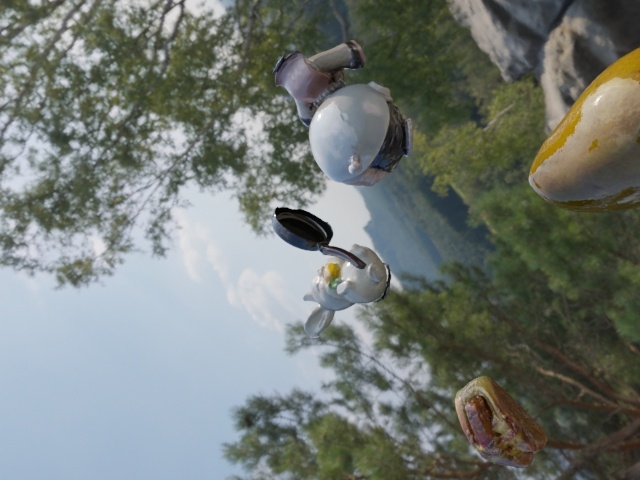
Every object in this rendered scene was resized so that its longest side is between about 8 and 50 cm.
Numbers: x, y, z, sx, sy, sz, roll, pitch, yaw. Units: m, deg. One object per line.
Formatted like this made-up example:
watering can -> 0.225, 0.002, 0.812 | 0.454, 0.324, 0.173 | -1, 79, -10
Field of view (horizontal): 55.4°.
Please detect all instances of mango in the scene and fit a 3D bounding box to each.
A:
mango -> 0.518, -0.166, 1.003 | 0.263, 0.378, 0.221 | 6, -117, -28

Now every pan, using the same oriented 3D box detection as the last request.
pan -> -0.001, 0.003, 1.046 | 0.114, 0.040, 0.212 | -6, -146, -45

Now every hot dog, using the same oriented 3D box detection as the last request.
hot dog -> 0.461, 0.479, 1.549 | 0.256, 0.150, 0.153 | 44, -154, -6

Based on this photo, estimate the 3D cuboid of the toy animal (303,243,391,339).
toy animal -> 0.062, 0.131, 1.673 | 0.154, 0.325, 0.208 | 20, -141, -20

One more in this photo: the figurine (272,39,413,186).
figurine -> 0.049, -0.287, 1.474 | 0.211, 0.253, 0.361 | -18, -115, -35
